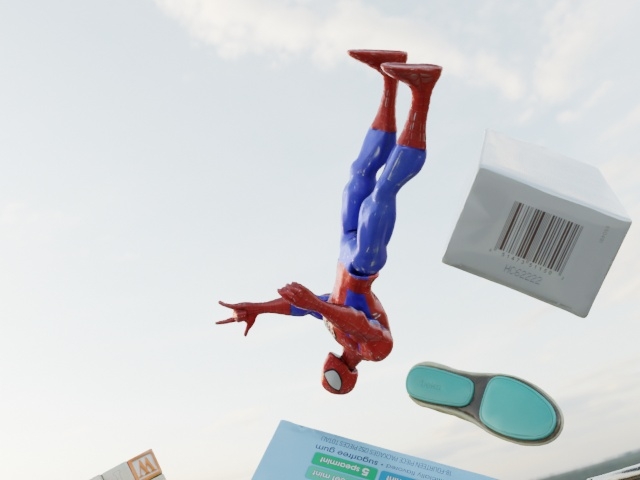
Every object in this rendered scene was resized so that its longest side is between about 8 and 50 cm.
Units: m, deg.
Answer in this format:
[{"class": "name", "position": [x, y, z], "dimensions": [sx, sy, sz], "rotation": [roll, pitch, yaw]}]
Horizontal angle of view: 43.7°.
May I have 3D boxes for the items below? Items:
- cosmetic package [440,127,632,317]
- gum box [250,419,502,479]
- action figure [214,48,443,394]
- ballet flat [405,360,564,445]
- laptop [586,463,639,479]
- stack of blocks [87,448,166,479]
[{"class": "cosmetic package", "position": [0.345, -0.052, 1.324], "dimensions": [0.230, 0.162, 0.453], "rotation": [22, 19, 7]}, {"class": "gum box", "position": [0.016, 0.204, 0.476], "dimensions": [0.157, 0.184, 0.041], "rotation": [12, -55, 15]}, {"class": "action figure", "position": [0.000, 0.000, 0.611], "dimensions": [0.139, 0.091, 0.280], "rotation": [-4, -67, -20]}, {"class": "ballet flat", "position": [0.228, 0.219, 1.082], "dimensions": [0.086, 0.086, 0.248], "rotation": [8, 4, -45]}, {"class": "laptop", "position": [0.481, 0.343, 0.784], "dimensions": [0.381, 0.236, 0.408], "rotation": [-4, -21, 5]}, {"class": "stack of blocks", "position": [-0.390, 0.453, 1.279], "dimensions": [0.297, 0.087, 0.171], "rotation": [-24, -16, -21]}]
